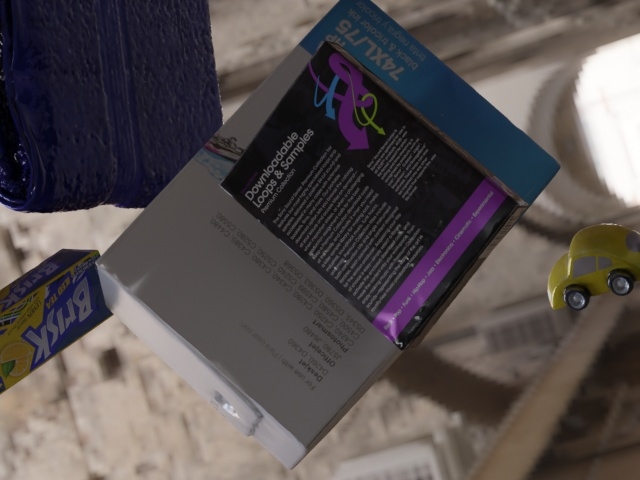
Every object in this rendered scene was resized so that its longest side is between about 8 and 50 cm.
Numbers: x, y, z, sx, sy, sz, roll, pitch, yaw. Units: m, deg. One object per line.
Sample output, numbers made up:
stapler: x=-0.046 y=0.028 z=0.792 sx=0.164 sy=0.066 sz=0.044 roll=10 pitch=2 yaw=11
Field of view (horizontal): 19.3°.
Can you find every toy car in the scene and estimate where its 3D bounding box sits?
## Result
toy car: x=0.299 y=-0.006 z=1.510 sx=0.053 sy=0.239 sz=0.225 roll=59 pitch=178 yaw=-15

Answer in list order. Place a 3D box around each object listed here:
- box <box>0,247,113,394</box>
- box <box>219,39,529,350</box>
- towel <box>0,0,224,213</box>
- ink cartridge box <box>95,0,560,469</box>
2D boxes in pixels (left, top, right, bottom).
box: x=-0.241 y=0.071 z=1.502 sx=0.169 sy=0.054 sz=0.059 roll=-37 pitch=-66 yaw=-34
box: x=0.030 y=-0.029 z=1.153 sx=0.162 sy=0.116 sz=0.029 roll=42 pitch=-164 yaw=15
towel: x=-0.185 y=-0.135 z=1.530 sx=0.308 sy=0.076 sz=0.228 roll=-4 pitch=-92 yaw=-64
ink cartridge box: x=0.000 y=0.000 z=1.369 sx=0.197 sy=0.270 sz=0.198 roll=41 pitch=169 yaw=4
